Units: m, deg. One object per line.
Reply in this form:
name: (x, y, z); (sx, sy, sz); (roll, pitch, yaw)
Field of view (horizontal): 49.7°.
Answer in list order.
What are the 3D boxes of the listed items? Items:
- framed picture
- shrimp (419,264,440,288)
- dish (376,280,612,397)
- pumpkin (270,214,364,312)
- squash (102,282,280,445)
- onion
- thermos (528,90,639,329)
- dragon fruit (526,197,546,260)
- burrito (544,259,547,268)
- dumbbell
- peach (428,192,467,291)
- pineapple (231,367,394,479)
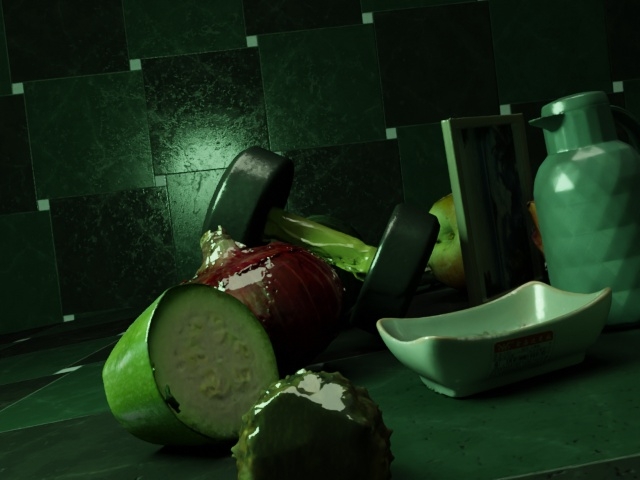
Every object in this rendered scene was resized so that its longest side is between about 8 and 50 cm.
framed picture: (0.299, -0.055, 1.166); (0.232, 0.314, 0.024); (-14, 5, -44)
shrimp: (0.222, 0.075, 1.584); (0.247, 0.085, 0.360); (-23, -9, 42)
dish: (0.183, 0.104, 0.724); (0.213, 0.077, 0.151); (-12, 3, -15)
pumpkin: (-0.052, 0.075, 1.302); (0.300, 0.207, 0.300); (-21, 12, 5)
squash: (-0.139, 0.136, 0.710); (0.123, 0.170, 0.170); (-27, -6, 27)
onion: (-0.095, 0.085, 0.898); (0.252, 0.219, 0.252); (-21, -8, -3)
thermos: (0.358, -0.043, 0.867); (0.182, 0.286, 0.145); (-11, 1, -23)
dragon fruit: (0.493, -0.018, 1.133); (0.291, 0.189, 0.290); (-18, 8, 2)
burrito: (0.411, 0.044, 1.468); (0.064, 0.064, 0.203); (-12, 3, -17)
dumbbell: (0.000, 0.000, 1.062); (0.323, 0.203, 0.204); (23, 6, 6)
peach: (0.315, -0.007, 1.334); (0.236, 0.214, 0.214); (-3, -4, -38)
pineapple: (-0.006, 0.147, 0.497); (0.108, 0.108, 0.197); (-12, -11, -3)
